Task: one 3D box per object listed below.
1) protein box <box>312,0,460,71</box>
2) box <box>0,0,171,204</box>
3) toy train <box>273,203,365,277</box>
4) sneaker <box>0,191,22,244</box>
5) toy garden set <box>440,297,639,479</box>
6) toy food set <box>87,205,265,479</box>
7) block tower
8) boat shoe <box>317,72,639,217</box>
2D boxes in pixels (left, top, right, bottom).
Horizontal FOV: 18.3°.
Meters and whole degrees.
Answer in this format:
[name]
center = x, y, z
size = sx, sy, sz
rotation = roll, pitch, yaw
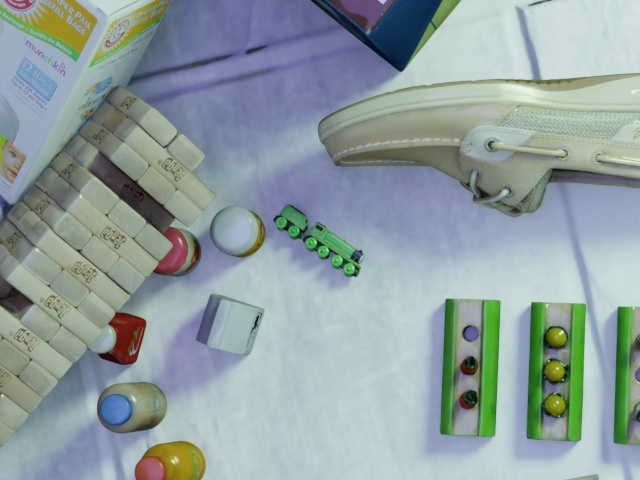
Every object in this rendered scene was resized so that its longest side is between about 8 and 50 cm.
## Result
[protein box]
center = 0.015, -0.253, 1.503
size = 0.201, 0.200, 0.136
rotation = 40, 94, 9
[box]
center = -0.213, -0.148, 1.541
size = 0.114, 0.103, 0.203
rotation = 41, 127, 9
[toy train]
center = 0.000, 0.000, 1.586
size = 0.083, 0.017, 0.024
rotation = 34, 82, 10
[sneaker]
center = -0.351, 0.046, 1.600
size = 0.153, 0.101, 0.268
rotation = 27, 92, 10
[toy garden set]
center = 0.212, 0.150, 1.525
size = 0.244, 0.049, 0.204
rotation = 2, 87, 10
[toy food set]
center = -0.118, 0.077, 1.557
size = 0.111, 0.104, 0.232
rotation = 19, 90, 10
[block tower]
center = -0.220, 0.043, 1.513
size = 0.091, 0.097, 0.335
rotation = 42, 86, -27
[boat shoe]
center = 0.149, -0.069, 1.521
size = 0.302, 0.109, 0.098
rotation = -3, 85, 4
